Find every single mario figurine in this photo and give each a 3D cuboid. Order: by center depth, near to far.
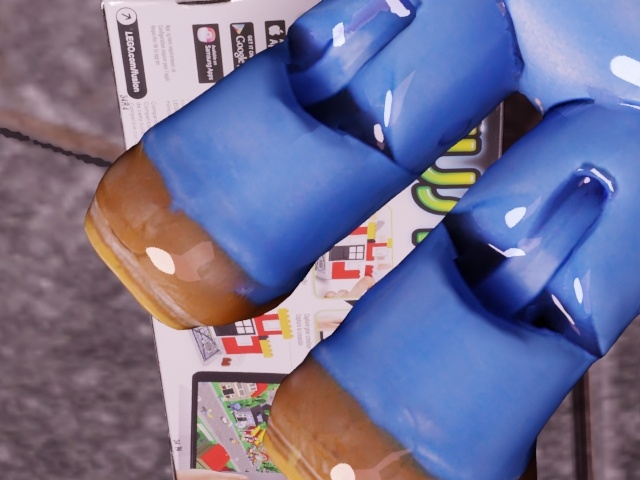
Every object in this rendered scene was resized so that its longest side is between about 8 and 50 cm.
[{"bbox_3d":[0.110,-0.068,0.376,0.320,0.170,0.198,-43,109,7],"label":"mario figurine"}]

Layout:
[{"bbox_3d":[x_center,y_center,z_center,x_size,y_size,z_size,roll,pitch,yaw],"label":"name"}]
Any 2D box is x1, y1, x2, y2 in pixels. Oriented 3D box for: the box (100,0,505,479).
[{"bbox_3d":[0.000,0.000,0.511,0.114,0.036,0.207,-2,130,1],"label":"box"}]
